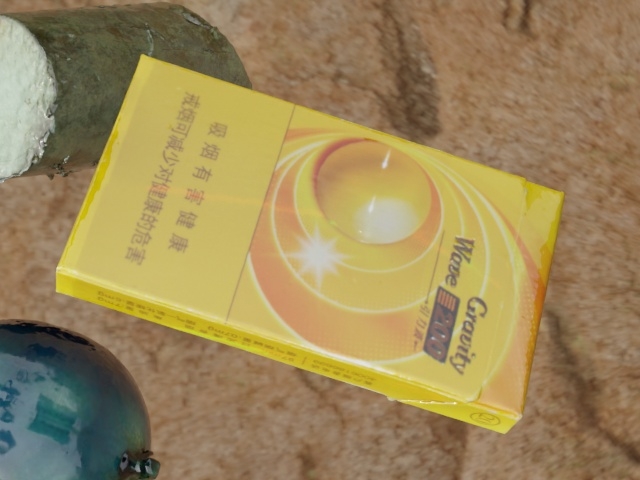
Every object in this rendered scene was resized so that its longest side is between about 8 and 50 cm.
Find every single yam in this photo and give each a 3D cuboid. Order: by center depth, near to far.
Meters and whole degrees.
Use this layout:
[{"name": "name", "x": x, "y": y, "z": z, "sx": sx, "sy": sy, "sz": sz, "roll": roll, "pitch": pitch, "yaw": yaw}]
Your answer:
[{"name": "yam", "x": -0.214, "y": -0.155, "z": 1.295, "sx": 0.168, "sy": 0.304, "sz": 0.168, "roll": 12, "pitch": 109, "yaw": 38}]

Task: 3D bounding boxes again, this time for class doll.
[{"name": "doll", "x": -0.269, "y": 0.151, "z": 1.010, "sx": 0.322, "sy": 0.198, "sz": 0.186, "roll": 10, "pitch": 67, "yaw": 18}]

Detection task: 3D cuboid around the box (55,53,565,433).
[{"name": "box", "x": 0.000, "y": 0.000, "z": 0.745, "sx": 0.269, "sy": 0.043, "sz": 0.152, "roll": 17, "pitch": 65, "yaw": -3}]
